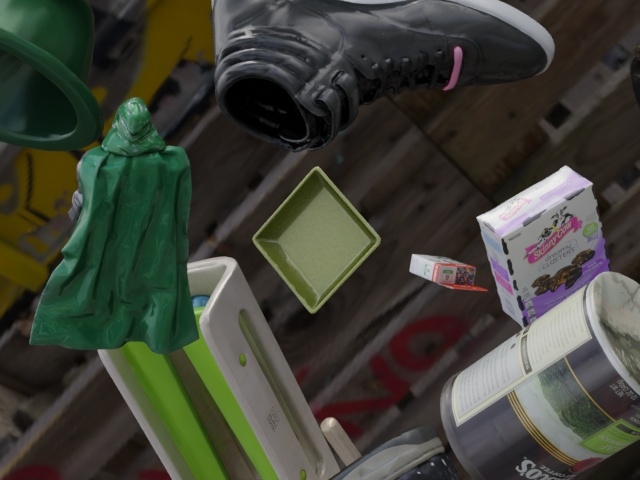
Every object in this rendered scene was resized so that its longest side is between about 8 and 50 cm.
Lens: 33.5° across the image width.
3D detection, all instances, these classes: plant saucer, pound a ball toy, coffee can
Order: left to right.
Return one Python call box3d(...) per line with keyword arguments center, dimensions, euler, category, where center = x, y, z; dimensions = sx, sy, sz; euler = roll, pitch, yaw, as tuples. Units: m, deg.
box3d(center=(-0.043, 0.168, 1.037), dimensions=(0.208, 0.319, 0.136), euler=(-13, 28, 23), category="pound a ball toy")
box3d(center=(0.000, 0.000, 1.869), dimensions=(0.188, 0.045, 0.188), euler=(-48, 67, 19), category="plant saucer")
box3d(center=(0.322, 0.196, 1.388), dimensions=(0.275, 0.201, 0.201), euler=(-42, 42, 35), category="coffee can")

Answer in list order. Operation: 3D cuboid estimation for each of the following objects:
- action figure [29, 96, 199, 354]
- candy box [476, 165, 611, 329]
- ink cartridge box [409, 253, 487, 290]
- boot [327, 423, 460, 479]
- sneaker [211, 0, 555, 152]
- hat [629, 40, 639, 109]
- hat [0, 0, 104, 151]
box3d(center=(-0.146, -0.009, 0.800), dimensions=(0.232, 0.137, 0.063), euler=(106, 152, -42), category="action figure")
box3d(center=(0.339, 0.014, 1.591), dimensions=(0.165, 0.196, 0.070), euler=(-30, 36, -9), category="candy box")
box3d(center=(0.182, 0.045, 1.502), dimensions=(0.115, 0.063, 0.029), euler=(22, 105, 62), category="ink cartridge box")
box3d(center=(0.029, 0.256, 0.700), dimensions=(0.236, 0.085, 0.178), euler=(-41, 73, 14), category="boot")
box3d(center=(0.046, -0.133, 0.883), dimensions=(0.295, 0.104, 0.147), euler=(8, 58, 0), category="sneaker")
box3d(center=(0.336, -0.100, 0.826), dimensions=(0.134, 0.331, 0.331), euler=(-42, 44, 1), category="hat")
box3d(center=(-0.207, -0.186, 0.795), dimensions=(0.208, 0.173, 0.184), euler=(14, 67, 7), category="hat")
